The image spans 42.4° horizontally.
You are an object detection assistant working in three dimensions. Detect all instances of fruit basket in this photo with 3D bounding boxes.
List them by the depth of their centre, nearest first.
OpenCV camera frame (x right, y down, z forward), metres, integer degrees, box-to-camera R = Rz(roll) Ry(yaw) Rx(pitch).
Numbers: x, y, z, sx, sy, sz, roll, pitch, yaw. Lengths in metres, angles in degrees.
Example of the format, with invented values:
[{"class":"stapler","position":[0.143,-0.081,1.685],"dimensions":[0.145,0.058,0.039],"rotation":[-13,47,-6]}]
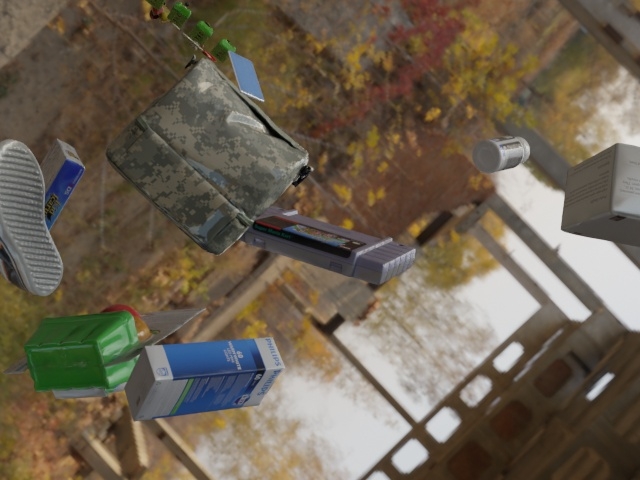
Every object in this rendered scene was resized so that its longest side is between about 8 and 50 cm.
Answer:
[{"class":"fruit basket","position":[-0.466,0.228,1.834],"dimensions":[0.326,0.166,0.353],"rotation":[-7,-174,18]}]

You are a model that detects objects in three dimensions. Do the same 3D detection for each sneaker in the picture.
[{"class":"sneaker","position":[-0.582,-0.042,1.527],"dimensions":[0.126,0.127,0.321],"rotation":[-46,143,-48]}]

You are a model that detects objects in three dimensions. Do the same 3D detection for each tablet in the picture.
[{"class":"tablet","position":[-0.116,-0.254,1.277],"dimensions":[0.006,0.083,0.054],"rotation":[-35,149,29]}]

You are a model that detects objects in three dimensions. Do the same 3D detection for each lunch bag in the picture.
[{"class":"lunch bag","position":[-0.198,-0.157,1.534],"dimensions":[0.256,0.305,0.212],"rotation":[-45,-174,9]}]

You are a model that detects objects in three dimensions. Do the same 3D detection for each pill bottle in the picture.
[{"class":"pill bottle","position":[0.416,-0.199,1.885],"dimensions":[0.137,0.078,0.078],"rotation":[-14,157,-44]}]

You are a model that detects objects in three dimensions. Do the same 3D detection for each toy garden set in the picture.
[{"class":"toy garden set","position":[-0.326,-0.542,2.067],"dimensions":[0.049,0.244,0.204],"rotation":[-55,-164,-10]}]

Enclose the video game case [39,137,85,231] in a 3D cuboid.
[{"class":"video game case","position":[-0.700,-0.109,2.093],"dimensions":[0.270,0.061,0.244],"rotation":[-58,-150,4]}]

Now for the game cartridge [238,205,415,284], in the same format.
[{"class":"game cartridge","position":[0.000,0.000,1.716],"dimensions":[0.230,0.355,0.068],"rotation":[-10,115,-68]}]

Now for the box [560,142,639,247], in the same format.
[{"class":"box","position":[0.522,-0.067,1.363],"dimensions":[0.181,0.181,0.119],"rotation":[135,-34,-78]}]

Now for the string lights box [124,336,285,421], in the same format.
[{"class":"string lights box","position":[-0.210,0.252,1.509],"dimensions":[0.259,0.077,0.133],"rotation":[0,138,-35]}]

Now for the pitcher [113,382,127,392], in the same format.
[{"class":"pitcher","position":[-0.557,0.360,2.337],"dimensions":[0.207,0.126,0.177],"rotation":[1,-174,-18]}]
